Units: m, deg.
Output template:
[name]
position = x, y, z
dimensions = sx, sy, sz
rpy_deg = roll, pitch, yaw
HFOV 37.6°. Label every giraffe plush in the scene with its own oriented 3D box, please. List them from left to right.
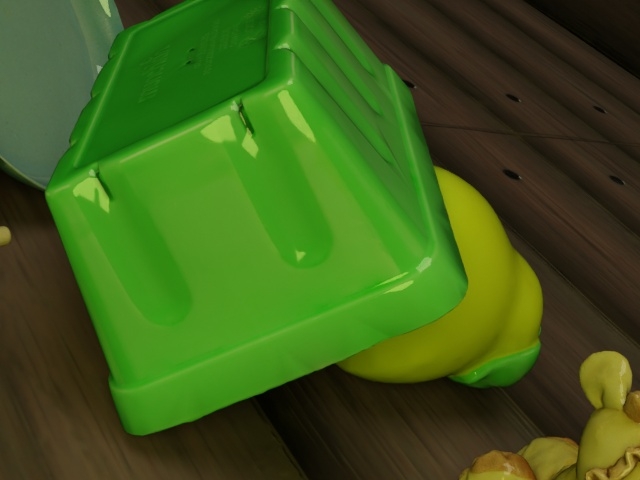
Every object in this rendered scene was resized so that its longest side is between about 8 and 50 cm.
[giraffe plush]
position = 0.190, 0.166, 0.604
dimensions = 0.181, 0.170, 0.210
rpy_deg = 36, 30, 19

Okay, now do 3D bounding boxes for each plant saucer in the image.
[plant saucer]
position = -0.257, -0.182, 0.796
dimensions = 0.044, 0.317, 0.317
rpy_deg = -16, 22, 17

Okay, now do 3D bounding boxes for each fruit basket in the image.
[fruit basket]
position = 0.000, 0.000, 0.728
dimensions = 0.392, 0.283, 0.392
rpy_deg = -23, 90, -79

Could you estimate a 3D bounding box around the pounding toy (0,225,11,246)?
[pounding toy]
position = -0.289, -0.005, 0.598
dimensions = 0.181, 0.094, 0.206
rpy_deg = 22, 29, -5
